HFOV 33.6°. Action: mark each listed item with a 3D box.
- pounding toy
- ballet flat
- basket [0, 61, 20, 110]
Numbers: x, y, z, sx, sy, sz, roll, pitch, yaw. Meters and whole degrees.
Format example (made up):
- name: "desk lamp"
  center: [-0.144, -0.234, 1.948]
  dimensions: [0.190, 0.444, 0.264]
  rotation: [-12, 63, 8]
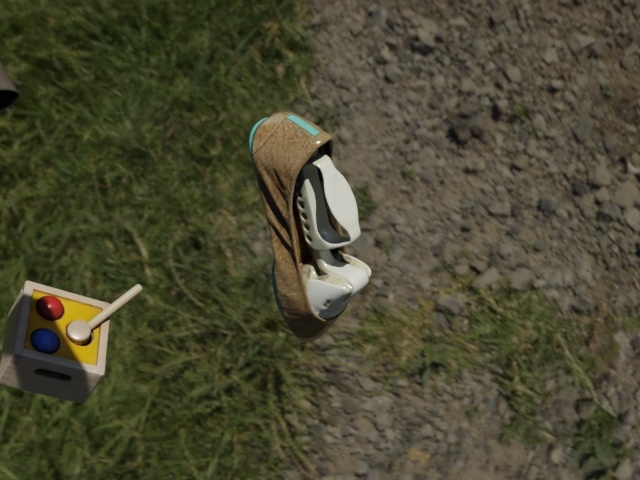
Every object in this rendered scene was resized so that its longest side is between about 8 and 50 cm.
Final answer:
- name: "pounding toy"
  center: [-0.305, 0.113, 1.301]
  dimensions: [0.100, 0.141, 0.130]
  rotation: [-51, 31, 40]
- name: "ballet flat"
  center: [0.000, 0.000, 1.333]
  dimensions: [0.124, 0.342, 0.116]
  rotation: [15, 37, 37]
- name: "basket"
  center: [-0.583, -0.295, 1.582]
  dimensions: [0.154, 0.204, 0.226]
  rotation: [-25, 85, 54]
